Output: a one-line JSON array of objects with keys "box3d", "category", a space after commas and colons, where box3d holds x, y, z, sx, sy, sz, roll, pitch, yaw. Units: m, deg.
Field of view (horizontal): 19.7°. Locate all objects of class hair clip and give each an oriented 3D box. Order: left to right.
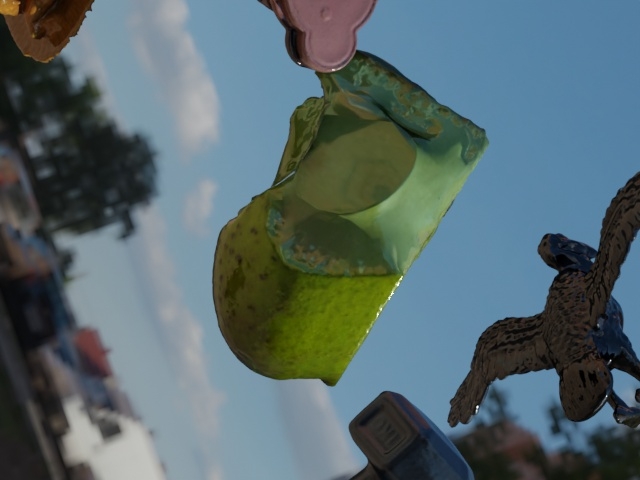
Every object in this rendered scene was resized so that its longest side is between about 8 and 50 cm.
[{"box3d": [-0.014, -0.223, 1.524, 0.102, 0.123, 0.138, 28, -13, 29], "category": "hair clip"}]

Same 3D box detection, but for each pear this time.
[{"box3d": [0.000, 0.000, 1.669, 0.176, 0.282, 0.286, 30, -21, 4], "category": "pear"}]

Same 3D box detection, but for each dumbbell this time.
[{"box3d": [0.012, 0.308, 1.983, 0.156, 0.316, 0.143, 49, -2, -16], "category": "dumbbell"}]

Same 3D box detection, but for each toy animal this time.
[{"box3d": [0.124, 0.038, 0.864, 0.220, 0.062, 0.108, -48, -131, 38], "category": "toy animal"}]

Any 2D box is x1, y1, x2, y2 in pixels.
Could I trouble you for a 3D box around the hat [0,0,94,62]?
[{"box3d": [-0.347, -0.318, 1.763, 0.233, 0.233, 0.244, 3, -101, 51], "category": "hat"}]
